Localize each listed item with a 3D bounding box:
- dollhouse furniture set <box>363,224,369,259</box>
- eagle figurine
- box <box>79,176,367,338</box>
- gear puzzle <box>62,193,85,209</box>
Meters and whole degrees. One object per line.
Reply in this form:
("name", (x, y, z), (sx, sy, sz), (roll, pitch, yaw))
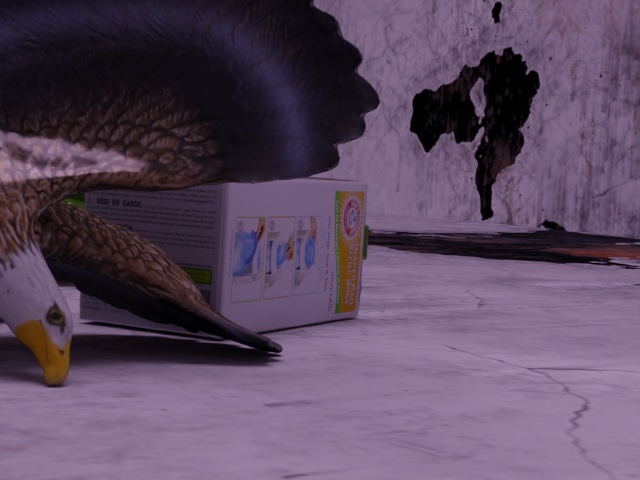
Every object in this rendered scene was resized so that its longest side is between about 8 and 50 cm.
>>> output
("dollhouse furniture set", (0.000, 0.000, 1.342), (0.059, 0.076, 0.152), (3, 4, -13))
("eagle figurine", (-0.149, -0.022, 0.713), (0.298, 0.225, 0.226), (-12, 1, -35))
("box", (-0.061, 0.004, 0.953), (0.114, 0.103, 0.203), (6, 4, 28))
("gear puzzle", (-0.219, -0.025, 1.215), (0.175, 0.044, 0.339), (34, 11, 40))
